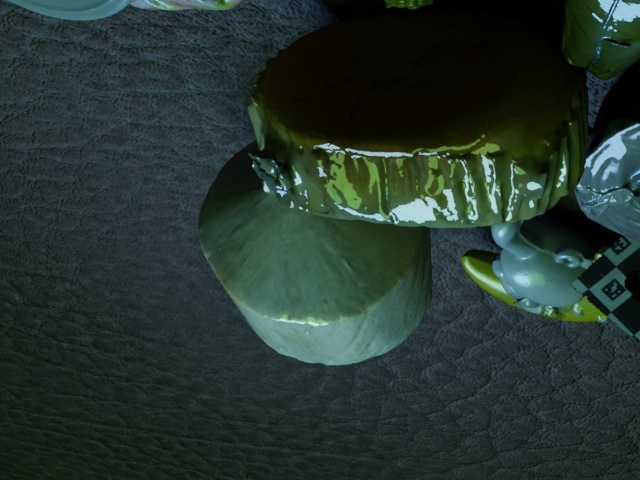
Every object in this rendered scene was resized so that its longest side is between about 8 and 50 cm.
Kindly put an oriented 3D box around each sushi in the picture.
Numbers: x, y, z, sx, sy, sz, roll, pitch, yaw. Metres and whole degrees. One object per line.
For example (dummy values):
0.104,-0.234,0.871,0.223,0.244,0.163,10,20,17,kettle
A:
0.438,0.027,2.076,0.192,0.050,0.215,38,108,-18,sushi

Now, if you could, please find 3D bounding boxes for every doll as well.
0.297,0.033,2.186,0.252,0.111,0.237,24,164,-11,doll

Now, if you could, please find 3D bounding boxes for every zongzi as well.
0.259,-0.280,1.701,0.256,0.115,0.228,35,153,-11,zongzi

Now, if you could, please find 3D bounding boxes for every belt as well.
0.423,-0.092,1.872,0.324,0.115,0.227,-15,128,43,belt

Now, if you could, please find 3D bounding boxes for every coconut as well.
0.000,0.000,2.142,0.329,0.329,0.329,16,150,10,coconut

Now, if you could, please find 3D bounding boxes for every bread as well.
0.104,-0.139,1.892,0.388,0.236,0.183,3,128,23,bread

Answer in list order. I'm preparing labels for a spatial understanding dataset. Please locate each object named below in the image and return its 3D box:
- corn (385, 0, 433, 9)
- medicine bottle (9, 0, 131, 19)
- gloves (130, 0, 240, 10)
0.079,-0.311,1.806,0.085,0.063,0.165,-10,144,7,corn
-0.248,-0.380,1.738,0.238,0.232,0.238,16,151,9,medicine bottle
-0.118,-0.310,1.876,0.145,0.126,0.241,36,156,-33,gloves
